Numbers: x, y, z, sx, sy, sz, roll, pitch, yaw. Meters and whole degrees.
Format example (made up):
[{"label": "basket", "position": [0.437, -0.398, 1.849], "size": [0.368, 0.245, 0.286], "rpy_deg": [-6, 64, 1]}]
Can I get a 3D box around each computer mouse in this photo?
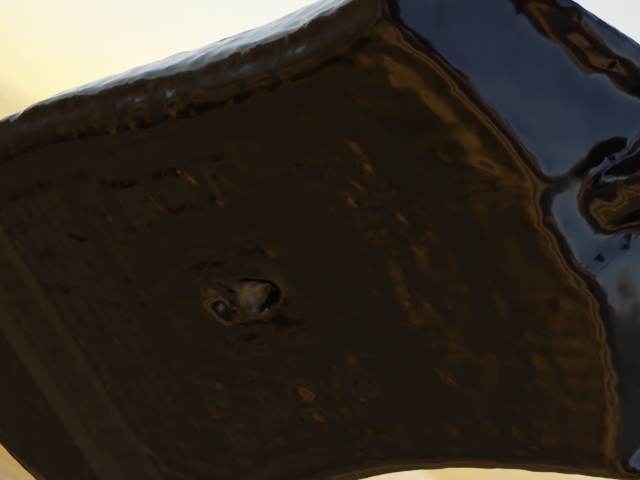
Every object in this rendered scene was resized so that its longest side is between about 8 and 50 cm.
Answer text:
[{"label": "computer mouse", "position": [0.000, 0.000, 0.471], "size": [0.264, 0.088, 0.147], "rpy_deg": [-12, -64, 41]}]
